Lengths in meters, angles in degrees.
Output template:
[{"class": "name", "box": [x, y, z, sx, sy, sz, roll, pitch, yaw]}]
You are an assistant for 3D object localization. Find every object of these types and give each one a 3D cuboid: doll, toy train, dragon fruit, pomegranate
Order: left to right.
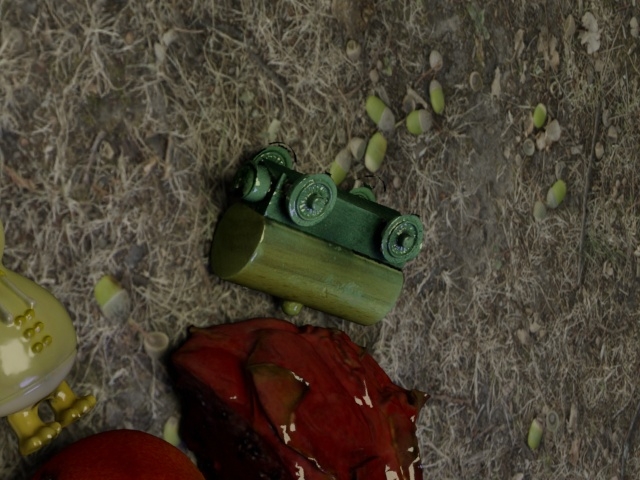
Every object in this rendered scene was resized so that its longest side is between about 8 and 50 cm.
[{"class": "doll", "box": [-0.321, 0.062, 1.125, 0.141, 0.117, 0.296, -38, 115, -41]}, {"class": "pomegranate", "box": [-0.189, 0.313, 1.176, 0.256, 0.221, 0.221, 33, 67, -23]}, {"class": "toy train", "box": [-0.005, -0.002, 1.453, 0.307, 0.126, 0.189, 21, 107, -42]}, {"class": "dragon fruit", "box": [0.024, 0.194, 1.385, 0.329, 0.228, 0.286, -28, 107, -39]}]
